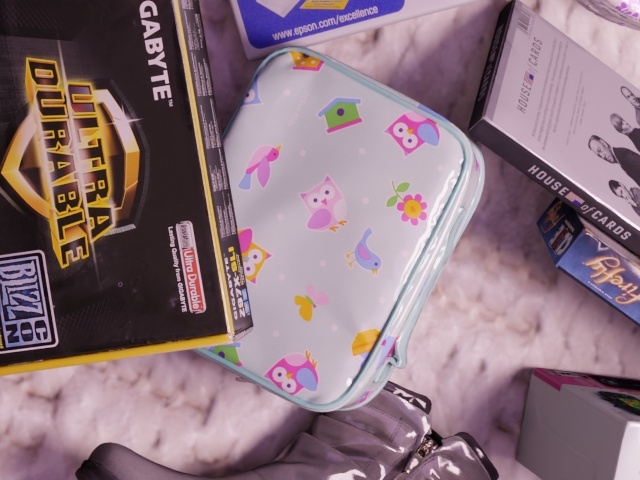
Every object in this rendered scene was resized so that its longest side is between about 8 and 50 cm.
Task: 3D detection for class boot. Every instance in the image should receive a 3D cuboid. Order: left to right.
[{"bbox_3d":[-0.027,0.198,1.669,0.338,0.118,0.222,32,81,-21],"label":"boot"}]

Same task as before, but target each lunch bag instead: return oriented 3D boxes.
[{"bbox_3d":[0.000,0.000,1.606,0.224,0.108,0.279,27,92,10],"label":"lunch bag"}]

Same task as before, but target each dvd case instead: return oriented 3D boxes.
[{"bbox_3d":[0.240,-0.087,1.672,0.239,0.179,0.029,34,131,-14],"label":"dvd case"}]

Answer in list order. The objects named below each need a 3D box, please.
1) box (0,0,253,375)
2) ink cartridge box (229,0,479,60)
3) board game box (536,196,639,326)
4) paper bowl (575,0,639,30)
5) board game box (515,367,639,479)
[{"bbox_3d":[-0.208,-0.062,1.541,0.257,0.079,0.322,-8,93,13],"label":"box"},{"bbox_3d":[0.041,-0.330,1.570,0.304,0.072,0.307,-12,99,22],"label":"ink cartridge box"},{"bbox_3d":[0.303,0.056,1.677,0.243,0.165,0.042,35,101,-7],"label":"board game box"},{"bbox_3d":[0.304,-0.319,1.663,0.284,0.148,0.284,-1,96,-14],"label":"paper bowl"},{"bbox_3d":[0.353,0.193,1.686,0.303,0.224,0.097,9,97,-15],"label":"board game box"}]
